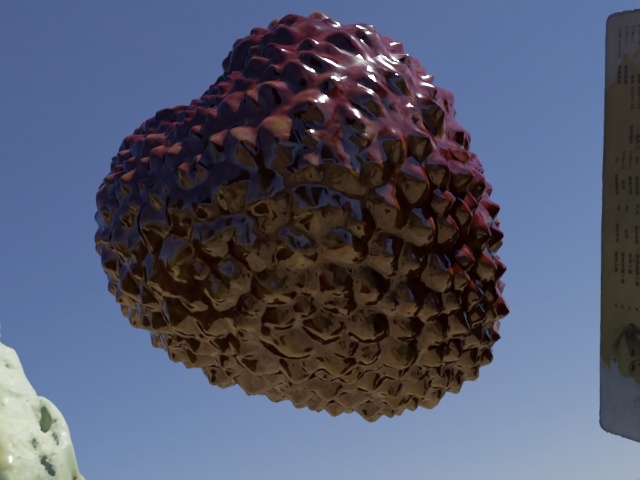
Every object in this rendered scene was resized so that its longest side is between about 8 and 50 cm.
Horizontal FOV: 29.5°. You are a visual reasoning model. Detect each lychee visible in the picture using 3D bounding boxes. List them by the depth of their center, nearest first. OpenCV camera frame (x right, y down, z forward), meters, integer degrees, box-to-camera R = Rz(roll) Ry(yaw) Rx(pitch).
[{"bbox_3d":[0.000,0.000,0.778,0.271,0.271,0.271,-14,-17,-4],"label":"lychee"}]

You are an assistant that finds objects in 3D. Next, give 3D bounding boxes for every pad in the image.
[{"bbox_3d":[0.208,-0.004,0.694,0.009,0.265,0.159,-2,5,-25],"label":"pad"}]

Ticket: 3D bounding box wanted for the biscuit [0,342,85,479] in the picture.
[{"bbox_3d":[-0.166,0.181,0.590,0.078,0.329,0.335,5,-8,-32],"label":"biscuit"}]
